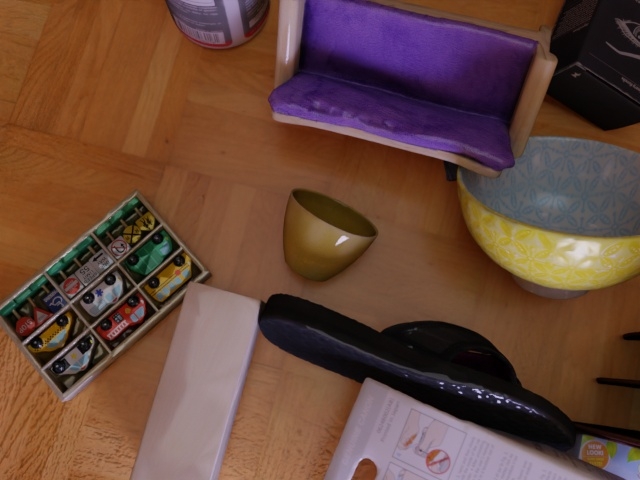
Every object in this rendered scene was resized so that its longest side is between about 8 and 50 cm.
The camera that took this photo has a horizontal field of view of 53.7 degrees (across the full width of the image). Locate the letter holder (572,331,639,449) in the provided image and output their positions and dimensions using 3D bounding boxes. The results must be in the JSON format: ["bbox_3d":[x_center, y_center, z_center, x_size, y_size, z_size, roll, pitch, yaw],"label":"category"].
[{"bbox_3d":[0.445,0.181,0.766,0.214,0.302,0.152,6,80,0],"label":"letter holder"}]

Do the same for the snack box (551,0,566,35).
[{"bbox_3d":[0.411,-0.350,1.002,0.064,0.022,0.178,25,80,2],"label":"snack box"}]

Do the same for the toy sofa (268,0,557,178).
[{"bbox_3d":[0.116,-0.229,0.854,0.363,0.150,0.177,17,42,9],"label":"toy sofa"}]

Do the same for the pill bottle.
[{"bbox_3d":[-0.155,-0.399,0.865,0.161,0.283,0.161,0,80,-2],"label":"pill bottle"}]

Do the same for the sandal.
[{"bbox_3d":[0.139,0.155,0.843,0.446,0.167,0.107,24,63,3],"label":"sandal"}]

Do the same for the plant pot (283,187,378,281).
[{"bbox_3d":[0.000,0.000,0.889,0.134,0.134,0.095,28,109,4],"label":"plant pot"}]

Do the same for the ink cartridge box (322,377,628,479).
[{"bbox_3d":[0.181,0.383,0.785,0.385,0.091,0.308,22,90,14],"label":"ink cartridge box"}]

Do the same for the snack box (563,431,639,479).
[{"bbox_3d":[0.425,0.366,0.851,0.207,0.070,0.174,15,80,0],"label":"snack box"}]

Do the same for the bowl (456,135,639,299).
[{"bbox_3d":[0.325,-0.016,0.858,0.289,0.289,0.156,-3,123,-2],"label":"bowl"}]

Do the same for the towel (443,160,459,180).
[{"bbox_3d":[0.215,-0.150,0.959,0.067,0.029,0.119,-9,80,-3],"label":"towel"}]

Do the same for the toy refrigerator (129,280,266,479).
[{"bbox_3d":[-0.160,0.200,0.856,0.102,0.094,0.269,14,82,3],"label":"toy refrigerator"}]

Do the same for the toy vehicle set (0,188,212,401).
[{"bbox_3d":[-0.309,0.075,0.903,0.267,0.035,0.166,-42,83,-8],"label":"toy vehicle set"}]

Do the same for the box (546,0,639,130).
[{"bbox_3d":[0.433,-0.292,0.930,0.153,0.108,0.207,28,81,-14],"label":"box"}]
